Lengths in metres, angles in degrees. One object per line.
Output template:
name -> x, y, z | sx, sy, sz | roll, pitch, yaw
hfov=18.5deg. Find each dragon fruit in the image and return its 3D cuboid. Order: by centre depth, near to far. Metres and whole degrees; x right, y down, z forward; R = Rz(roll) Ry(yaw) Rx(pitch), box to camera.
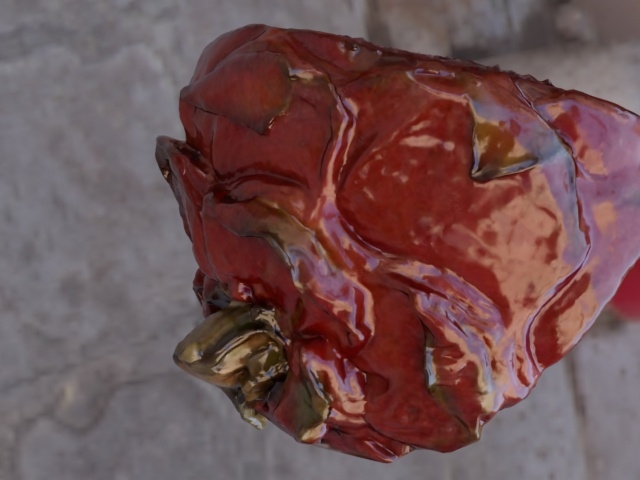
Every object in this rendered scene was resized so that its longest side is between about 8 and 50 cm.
dragon fruit -> 0.000, 0.000, 1.013 | 0.152, 0.317, 0.205 | 24, 79, -44
